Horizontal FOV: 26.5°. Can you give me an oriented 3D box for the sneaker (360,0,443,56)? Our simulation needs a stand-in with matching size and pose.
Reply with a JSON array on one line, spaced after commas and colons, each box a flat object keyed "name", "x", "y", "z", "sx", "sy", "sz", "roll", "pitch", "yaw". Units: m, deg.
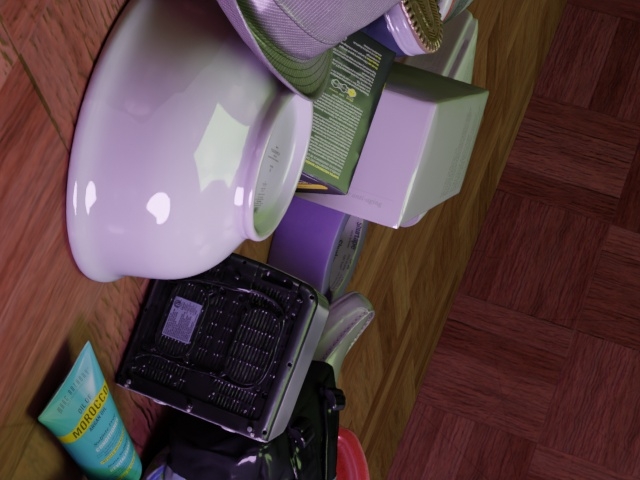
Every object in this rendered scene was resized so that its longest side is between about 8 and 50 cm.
[{"name": "sneaker", "x": 0.012, "y": -0.312, "z": 1.439, "sx": 0.099, "sy": 0.153, "sz": 0.282, "roll": -54, "pitch": 128, "yaw": -46}]

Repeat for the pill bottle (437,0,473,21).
[{"name": "pill bottle", "x": 0.114, "y": -0.335, "z": 1.641, "sx": 0.283, "sy": 0.161, "sz": 0.161, "roll": -45, "pitch": 151, "yaw": -64}]

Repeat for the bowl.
[{"name": "bowl", "x": -0.093, "y": -0.086, "z": 1.184, "sx": 0.298, "sy": 0.134, "sz": 0.297, "roll": 17, "pitch": 90, "yaw": -77}]

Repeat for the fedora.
[{"name": "fedora", "x": -0.003, "y": -0.256, "z": 1.103, "sx": 0.275, "sy": 0.124, "sz": 0.243, "roll": 51, "pitch": 33, "yaw": -40}]

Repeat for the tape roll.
[{"name": "tape roll", "x": 0.000, "y": 0.000, "z": 1.801, "sx": 0.189, "sy": 0.080, "sz": 0.189, "roll": 19, "pitch": 90, "yaw": -77}]

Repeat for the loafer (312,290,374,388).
[{"name": "loafer", "x": -0.025, "y": 0.208, "z": 1.738, "sx": 0.319, "sy": 0.111, "sz": 0.112, "roll": -53, "pitch": 162, "yaw": -6}]

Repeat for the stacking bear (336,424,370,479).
[{"name": "stacking bear", "x": -0.027, "y": 0.380, "z": 1.898, "sx": 0.289, "sy": 0.175, "sz": 0.164, "roll": 108, "pitch": -38, "yaw": -71}]

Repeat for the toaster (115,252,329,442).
[{"name": "toaster", "x": -0.093, "y": 0.091, "z": 1.354, "sx": 0.110, "sy": 0.168, "sz": 0.185, "roll": 35, "pitch": 74, "yaw": -79}]

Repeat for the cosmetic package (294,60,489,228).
[{"name": "cosmetic package", "x": 0.068, "y": -0.134, "z": 1.648, "sx": 0.365, "sy": 0.197, "sz": 0.155, "roll": -26, "pitch": 134, "yaw": -70}]

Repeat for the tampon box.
[{"name": "tampon box", "x": -0.018, "y": -0.138, "z": 1.380, "sx": 0.101, "sy": 0.120, "sz": 0.161, "roll": 27, "pitch": 79, "yaw": -35}]

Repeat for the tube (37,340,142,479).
[{"name": "tube", "x": -0.210, "y": 0.172, "z": 1.244, "sx": 0.207, "sy": 0.052, "sz": 0.080, "roll": 79, "pitch": 31, "yaw": -57}]

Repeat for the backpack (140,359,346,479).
[{"name": "backpack", "x": -0.099, "y": 0.345, "z": 1.556, "sx": 0.290, "sy": 0.274, "sz": 0.355, "roll": -45, "pitch": 129, "yaw": -67}]

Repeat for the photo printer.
[{"name": "photo printer", "x": 0.161, "y": -0.187, "z": 2.150, "sx": 0.307, "sy": 0.107, "sz": 0.256, "roll": 88, "pitch": 24, "yaw": -57}]
